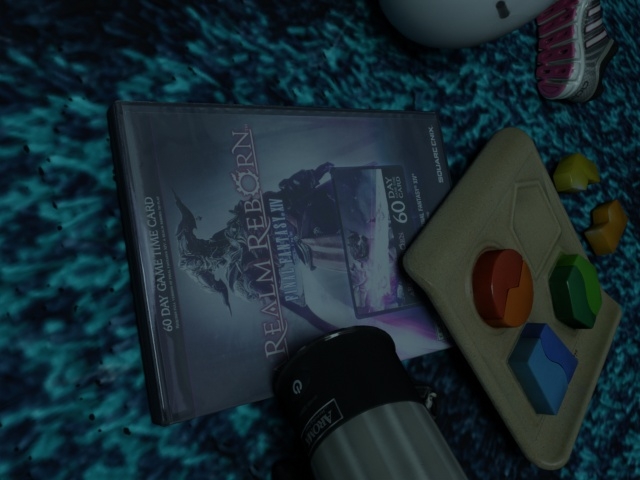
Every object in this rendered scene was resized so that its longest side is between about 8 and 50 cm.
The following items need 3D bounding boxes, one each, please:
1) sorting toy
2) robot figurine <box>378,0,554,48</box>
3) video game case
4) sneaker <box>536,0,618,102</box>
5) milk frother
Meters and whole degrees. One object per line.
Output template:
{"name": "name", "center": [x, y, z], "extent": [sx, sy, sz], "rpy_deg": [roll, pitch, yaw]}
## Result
{"name": "sorting toy", "center": [0.211, 0.012, 0.550], "extent": [0.229, 0.041, 0.307], "rpy_deg": [54, 53, -17]}
{"name": "robot figurine", "center": [0.095, -0.292, 0.470], "extent": [0.209, 0.173, 0.278], "rpy_deg": [-25, 95, -27]}
{"name": "video game case", "center": [0.000, 0.000, 0.440], "extent": [0.274, 0.026, 0.196], "rpy_deg": [-7, 84, -36]}
{"name": "sneaker", "center": [0.276, -0.221, 0.648], "extent": [0.075, 0.063, 0.170], "rpy_deg": [15, 77, -31]}
{"name": "milk frother", "center": [0.053, 0.141, 0.373], "extent": [0.143, 0.129, 0.135], "rpy_deg": [0, 40, -28]}
